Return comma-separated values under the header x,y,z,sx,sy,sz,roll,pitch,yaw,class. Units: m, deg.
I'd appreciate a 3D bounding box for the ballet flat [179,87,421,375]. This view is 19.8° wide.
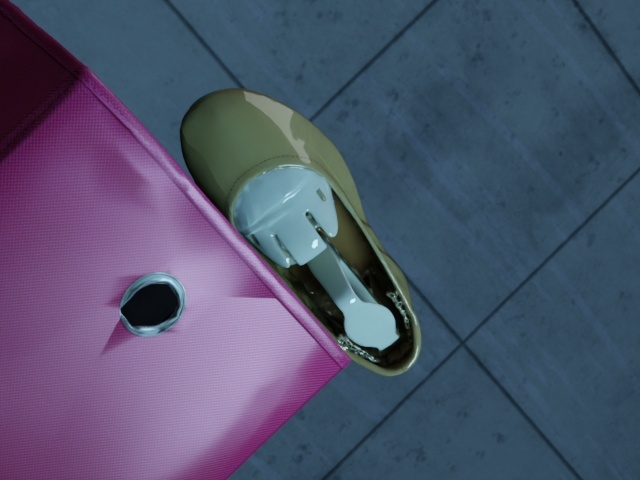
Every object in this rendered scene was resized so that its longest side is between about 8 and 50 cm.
x,y,z,sx,sy,sz,roll,pitch,yaw,class
0.000,0.000,1.077,0.232,0.080,0.073,48,10,-42,ballet flat

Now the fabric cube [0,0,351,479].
x,y,z,sx,sy,sz,roll,pitch,yaw,class
-0.191,0.035,1.042,0.254,0.258,0.259,50,-6,-34,fabric cube
